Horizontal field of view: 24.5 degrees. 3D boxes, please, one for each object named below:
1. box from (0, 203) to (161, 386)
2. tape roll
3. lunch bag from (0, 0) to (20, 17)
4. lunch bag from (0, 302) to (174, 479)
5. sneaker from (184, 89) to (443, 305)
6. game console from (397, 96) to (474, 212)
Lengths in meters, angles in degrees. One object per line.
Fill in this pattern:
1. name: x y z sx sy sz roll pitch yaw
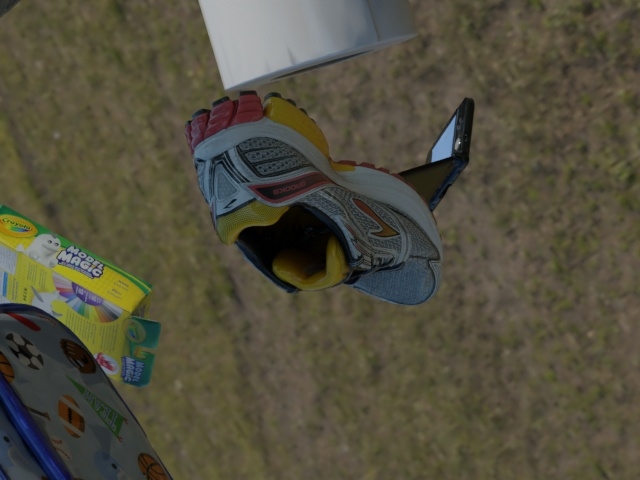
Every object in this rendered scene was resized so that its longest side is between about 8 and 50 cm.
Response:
1. box: -0.214 0.052 1.272 0.179 0.043 0.105 30 139 10
2. tape roll: -0.021 -0.290 1.762 0.246 0.246 0.169 -5 102 65
3. lunch bag: -0.281 -0.180 0.699 0.287 0.235 0.169 19 139 25
4. lunch bag: -0.205 0.185 1.079 0.303 0.115 0.243 52 -169 15
5. sneaker: 0.000 0.000 0.887 0.225 0.088 0.092 29 -137 -46
6. game console: 0.088 -0.069 1.364 0.071 0.107 0.122 14 153 -10
